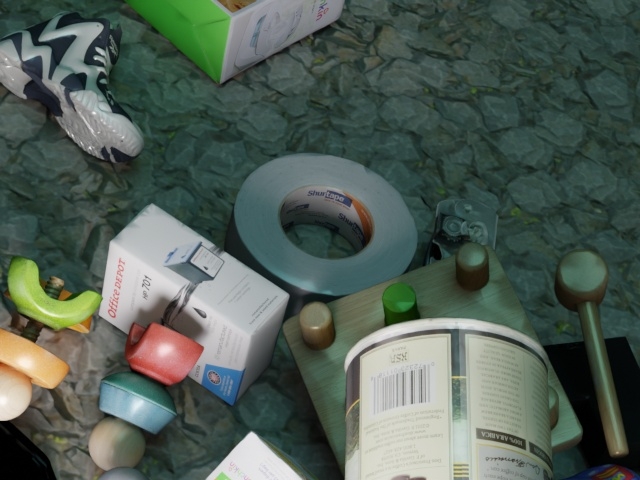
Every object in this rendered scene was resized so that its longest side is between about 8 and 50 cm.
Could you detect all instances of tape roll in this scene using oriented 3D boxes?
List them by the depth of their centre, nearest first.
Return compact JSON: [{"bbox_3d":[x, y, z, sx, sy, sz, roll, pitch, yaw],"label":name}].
[{"bbox_3d":[0.000,0.000,2.092,0.219,0.072,0.219,7,49,-8],"label":"tape roll"}]

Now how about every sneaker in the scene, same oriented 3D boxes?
[{"bbox_3d":[-0.271,-0.203,2.174,0.235,0.094,0.153,32,57,26],"label":"sneaker"}]

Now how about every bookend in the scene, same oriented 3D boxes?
[{"bbox_3d":[0.291,0.197,2.003,0.156,0.072,0.157,-6,53,-19],"label":"bookend"}]

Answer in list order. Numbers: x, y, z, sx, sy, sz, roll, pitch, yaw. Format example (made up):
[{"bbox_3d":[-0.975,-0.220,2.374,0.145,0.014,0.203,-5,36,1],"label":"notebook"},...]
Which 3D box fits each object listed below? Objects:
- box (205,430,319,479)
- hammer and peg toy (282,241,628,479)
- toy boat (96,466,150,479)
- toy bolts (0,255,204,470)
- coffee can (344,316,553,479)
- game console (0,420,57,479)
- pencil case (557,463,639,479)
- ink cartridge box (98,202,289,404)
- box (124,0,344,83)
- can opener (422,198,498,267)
[{"bbox_3d":[-0.040,0.274,1.744,0.114,0.203,0.103,42,87,21],"label":"box"},{"bbox_3d":[0.168,0.135,1.908,0.361,0.127,0.266,-20,61,-5],"label":"hammer and peg toy"},{"bbox_3d":[-0.185,0.342,1.660,0.148,0.267,0.318,49,22,-15],"label":"toy boat"},{"bbox_3d":[-0.260,0.141,1.874,0.228,0.218,0.158,27,78,-12],"label":"toy bolts"},{"bbox_3d":[0.121,0.238,1.667,0.201,0.201,0.275,7,59,-9],"label":"coffee can"},{"bbox_3d":[-0.449,0.198,1.818,0.361,0.044,0.213,40,50,18],"label":"game console"},{"bbox_3d":[0.213,0.329,1.835,0.306,0.119,0.133,-17,41,-26],"label":"pencil case"},{"bbox_3d":[-0.140,0.070,1.947,0.191,0.139,0.082,32,52,13],"label":"ink cartridge box"},{"bbox_3d":[-0.128,-0.363,2.334,0.231,0.127,0.262,-32,64,-33],"label":"box"},{"bbox_3d":[0.153,0.080,2.075,0.076,0.095,0.283,13,61,-5],"label":"can opener"}]
